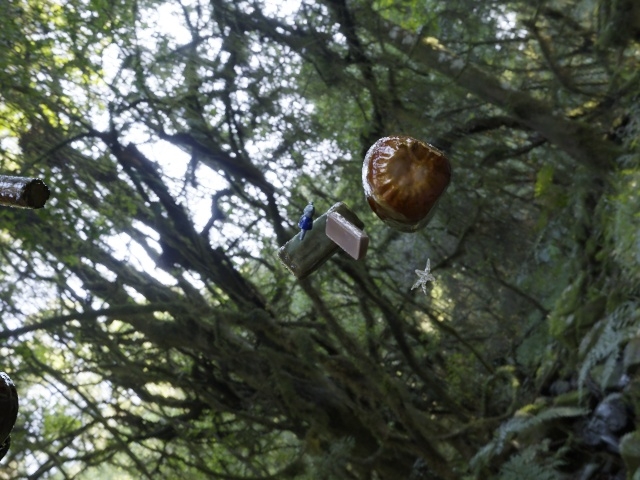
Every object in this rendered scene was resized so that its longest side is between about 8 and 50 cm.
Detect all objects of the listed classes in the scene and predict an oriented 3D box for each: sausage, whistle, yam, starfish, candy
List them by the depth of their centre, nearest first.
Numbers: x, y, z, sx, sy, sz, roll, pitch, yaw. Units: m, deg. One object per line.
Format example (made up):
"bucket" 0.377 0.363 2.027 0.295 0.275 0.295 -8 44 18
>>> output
"sausage" 0.093 -0.055 0.669 0.083 0.089 0.300 -62 -9 -1
"whistle" -0.027 -0.037 1.158 0.033 0.029 0.083 -97 22 -63
"yam" -0.722 -0.117 1.383 0.079 0.141 0.079 6 -90 -75
"starfish" 0.252 0.085 1.398 0.016 0.092 0.086 22 -91 -25
"candy" 0.000 0.000 1.533 0.234 0.104 0.102 -40 -8 -6

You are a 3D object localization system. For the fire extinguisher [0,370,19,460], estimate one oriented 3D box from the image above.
"fire extinguisher" -0.363 0.127 0.490 0.105 0.141 0.341 -31 -21 -6

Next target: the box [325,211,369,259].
"box" 0.048 -0.009 1.063 0.025 0.115 0.048 -11 -60 -28
